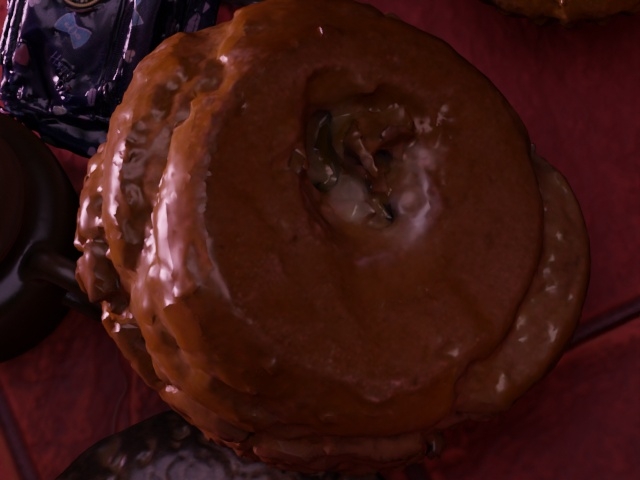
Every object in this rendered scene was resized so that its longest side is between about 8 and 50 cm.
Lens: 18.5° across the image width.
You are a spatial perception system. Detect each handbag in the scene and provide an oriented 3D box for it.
[{"bbox_3d":[-0.147,-0.186,1.463,0.162,0.113,0.260,16,96,4],"label":"handbag"}]

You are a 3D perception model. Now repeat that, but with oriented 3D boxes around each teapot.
[{"bbox_3d":[-0.260,-0.008,1.418,0.268,0.175,0.185,24,78,14],"label":"teapot"}]

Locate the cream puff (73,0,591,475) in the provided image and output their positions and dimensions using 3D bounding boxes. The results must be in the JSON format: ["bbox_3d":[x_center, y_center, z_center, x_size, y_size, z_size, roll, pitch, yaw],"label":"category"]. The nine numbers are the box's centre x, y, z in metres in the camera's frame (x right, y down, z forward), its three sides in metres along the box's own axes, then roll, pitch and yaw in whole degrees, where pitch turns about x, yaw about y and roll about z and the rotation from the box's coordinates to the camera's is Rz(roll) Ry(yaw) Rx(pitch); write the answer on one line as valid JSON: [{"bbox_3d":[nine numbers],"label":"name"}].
[{"bbox_3d":[0.000,0.000,1.351,0.343,0.231,0.327,8,71,-21],"label":"cream puff"}]

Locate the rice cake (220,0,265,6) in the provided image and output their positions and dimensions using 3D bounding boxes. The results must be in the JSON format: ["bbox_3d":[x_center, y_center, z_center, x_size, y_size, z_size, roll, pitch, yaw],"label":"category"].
[{"bbox_3d":[-0.142,-0.212,1.541,0.270,0.049,0.055,5,93,8],"label":"rice cake"}]

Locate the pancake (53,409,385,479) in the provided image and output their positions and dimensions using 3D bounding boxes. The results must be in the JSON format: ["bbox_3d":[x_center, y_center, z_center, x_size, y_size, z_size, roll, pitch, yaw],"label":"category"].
[{"bbox_3d":[-0.074,0.249,1.383,0.288,0.033,0.286,-42,73,-8],"label":"pancake"}]

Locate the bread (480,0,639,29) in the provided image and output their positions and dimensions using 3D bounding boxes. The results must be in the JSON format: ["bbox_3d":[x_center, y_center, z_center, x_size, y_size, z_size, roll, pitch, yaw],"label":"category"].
[{"bbox_3d":[0.187,-0.262,1.472,0.240,0.139,0.240,-2,71,6],"label":"bread"}]
